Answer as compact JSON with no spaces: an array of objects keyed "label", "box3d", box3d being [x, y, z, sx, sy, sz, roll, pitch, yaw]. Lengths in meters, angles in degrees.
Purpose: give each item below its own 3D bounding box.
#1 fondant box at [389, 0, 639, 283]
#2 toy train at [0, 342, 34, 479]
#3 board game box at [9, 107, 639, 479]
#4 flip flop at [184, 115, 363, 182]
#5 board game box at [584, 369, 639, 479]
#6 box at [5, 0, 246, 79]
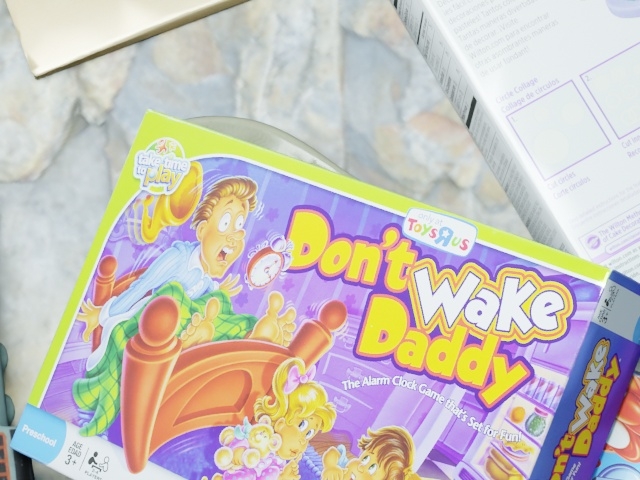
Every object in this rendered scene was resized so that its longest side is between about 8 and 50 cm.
[{"label":"fondant box","box3d":[0.207,-0.139,1.339,0.238,0.096,0.330,-29,80,-6]},{"label":"toy train","box3d":[-0.288,0.086,1.263,0.190,0.142,0.334,2,70,-34]},{"label":"board game box","box3d":[-0.001,0.081,1.170,0.347,0.078,0.233,20,87,35]},{"label":"flip flop","box3d":[0.000,0.000,1.317,0.277,0.080,0.112,32,80,7]},{"label":"board game box","box3d":[0.096,0.202,1.175,0.302,0.086,0.308,24,90,35]},{"label":"box","box3d":[-0.136,-0.223,1.397,0.201,0.021,0.164,-21,79,-5]}]
